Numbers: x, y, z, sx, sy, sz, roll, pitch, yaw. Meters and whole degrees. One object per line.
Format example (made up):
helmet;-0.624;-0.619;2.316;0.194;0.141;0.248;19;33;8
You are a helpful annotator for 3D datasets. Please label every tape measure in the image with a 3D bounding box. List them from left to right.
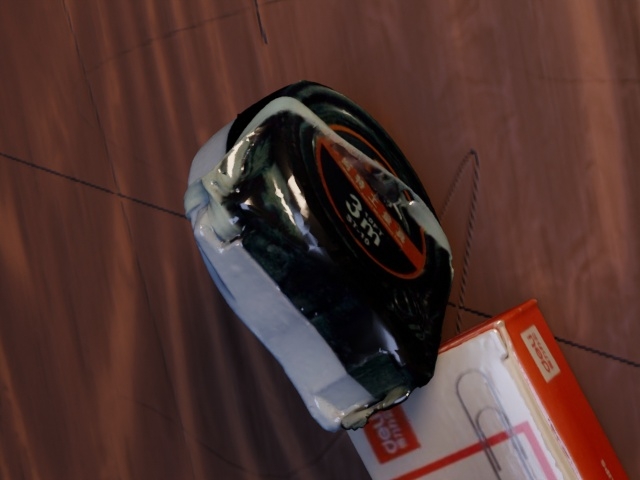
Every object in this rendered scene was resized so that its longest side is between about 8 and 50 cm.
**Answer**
tape measure;0.001;-0.003;0.828;0.107;0.181;0.182;-33;101;26

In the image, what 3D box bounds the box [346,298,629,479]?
box;0.110;0.148;0.845;0.133;0.099;0.182;-27;86;26
